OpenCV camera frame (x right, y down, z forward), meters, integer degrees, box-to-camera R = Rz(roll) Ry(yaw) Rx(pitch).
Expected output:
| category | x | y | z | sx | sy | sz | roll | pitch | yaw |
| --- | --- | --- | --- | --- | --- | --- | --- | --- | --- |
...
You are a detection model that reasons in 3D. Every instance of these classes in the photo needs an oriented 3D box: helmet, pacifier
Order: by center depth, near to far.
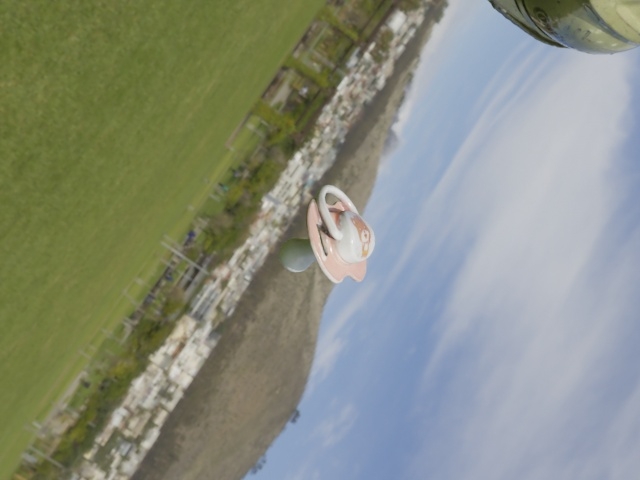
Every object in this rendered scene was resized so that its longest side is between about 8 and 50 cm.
| category | x | y | z | sx | sy | sz | roll | pitch | yaw |
| --- | --- | --- | --- | --- | --- | --- | --- | --- | --- |
| pacifier | 0.000 | 0.000 | 0.623 | 0.078 | 0.081 | 0.099 | -21 | 169 | 25 |
| helmet | 0.314 | -0.290 | 0.855 | 0.137 | 0.257 | 0.204 | -95 | -160 | -50 |
